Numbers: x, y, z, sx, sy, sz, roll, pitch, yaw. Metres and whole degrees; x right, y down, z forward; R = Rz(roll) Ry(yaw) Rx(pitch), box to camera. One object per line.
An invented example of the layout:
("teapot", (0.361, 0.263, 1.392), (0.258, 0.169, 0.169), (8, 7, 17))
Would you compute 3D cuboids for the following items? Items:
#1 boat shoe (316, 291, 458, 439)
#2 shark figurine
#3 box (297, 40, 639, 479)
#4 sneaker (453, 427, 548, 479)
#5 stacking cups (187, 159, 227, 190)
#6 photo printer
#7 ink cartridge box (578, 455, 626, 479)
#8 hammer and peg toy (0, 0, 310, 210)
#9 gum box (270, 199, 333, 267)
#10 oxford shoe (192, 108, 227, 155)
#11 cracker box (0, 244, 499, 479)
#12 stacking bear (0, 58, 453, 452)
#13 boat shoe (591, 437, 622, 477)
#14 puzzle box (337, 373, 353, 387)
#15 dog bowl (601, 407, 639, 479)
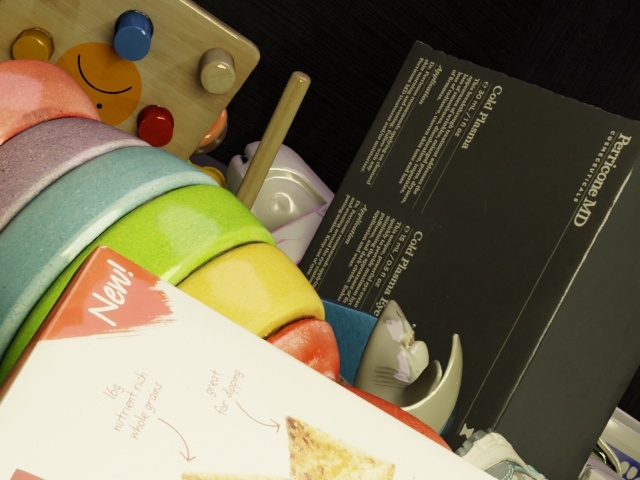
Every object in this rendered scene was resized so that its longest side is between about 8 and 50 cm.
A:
("boat shoe", (0.026, 0.098, 1.104), (0.258, 0.109, 0.089), (37, 2, 29))
("shark figurine", (0.025, 0.132, 0.759), (0.116, 0.166, 0.278), (-2, 2, 2))
("box", (0.169, 0.021, 1.202), (0.179, 0.343, 0.312), (25, 4, -44))
("sneaker", (0.125, 0.191, 0.710), (0.122, 0.110, 0.283), (38, 6, 26))
("stacking cups", (-0.251, -0.102, 1.479), (0.316, 0.096, 0.096), (28, 5, -47))
("photo printer", (0.000, 0.000, 1.552), (0.307, 0.107, 0.256), (48, 3, -10))
("ink cartridge box", (0.300, 0.280, 1.267), (0.109, 0.063, 0.150), (28, 5, -45))
("hammer and peg toy", (-0.187, -0.146, 1.284), (0.361, 0.266, 0.127), (31, 19, -19))
("gum box", (0.026, 0.014, 1.358), (0.062, 0.188, 0.107), (37, -37, 38))
("oxford shoe", (-0.239, -0.160, 1.683), (0.363, 0.130, 0.133), (16, -27, 45))
("cracker box", (-0.005, 0.121, 0.356), (0.232, 0.067, 0.156), (31, 36, -9))
("stacking bear", (-0.064, 0.064, 0.526), (0.289, 0.164, 0.175), (38, 6, 17))
("boat shoe", (0.232, 0.186, 1.414), (0.302, 0.109, 0.094), (37, -14, 2))
("puzzle box", (-0.161, 0.029, 0.885), (0.409, 0.052, 0.272), (30, 5, -34))
("dog bowl", (0.345, 0.259, 1.590), (0.265, 0.104, 0.265), (32, 4, -2))
